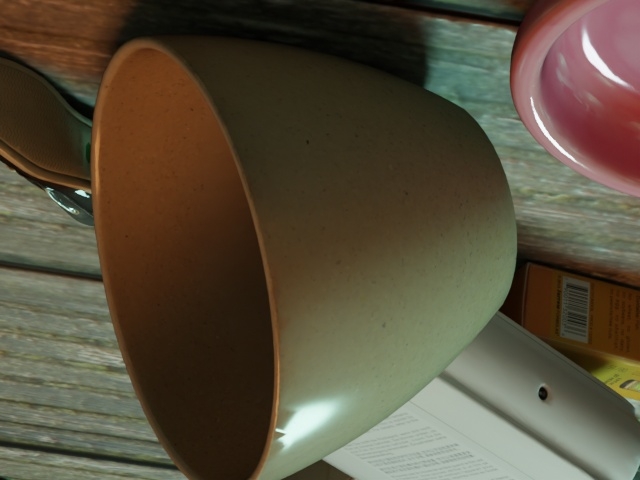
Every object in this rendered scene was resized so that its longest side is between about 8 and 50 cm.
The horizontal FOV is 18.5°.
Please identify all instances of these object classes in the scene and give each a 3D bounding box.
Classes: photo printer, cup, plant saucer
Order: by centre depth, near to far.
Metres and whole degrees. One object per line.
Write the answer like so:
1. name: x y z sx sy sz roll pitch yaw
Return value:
1. plant saucer: 0.295 -0.129 1.311 0.332 0.084 0.332 6 154 3
2. cup: 0.000 0.000 1.428 0.237 0.331 0.331 -11 161 -25
3. photo printer: 0.088 0.137 1.702 0.307 0.107 0.256 33 148 -29

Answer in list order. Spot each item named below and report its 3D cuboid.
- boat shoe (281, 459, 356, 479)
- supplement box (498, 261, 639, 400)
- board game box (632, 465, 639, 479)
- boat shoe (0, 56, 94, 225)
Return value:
1. boat shoe: 0.033 0.269 2.115 0.095 0.112 0.335 23 145 -21
2. supplement box: 0.270 0.091 1.754 0.233 0.080 0.078 17 153 -16
3. board game box: 0.288 0.256 2.077 0.126 0.026 0.186 6 144 18
4. boat shoe: -0.222 -0.072 1.532 0.079 0.084 0.233 -15 149 34
